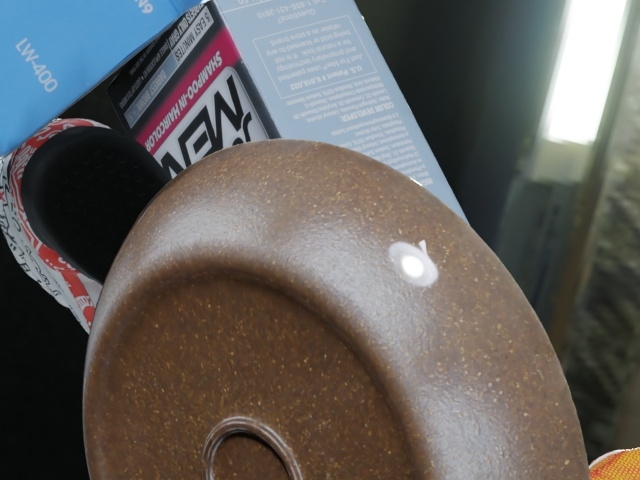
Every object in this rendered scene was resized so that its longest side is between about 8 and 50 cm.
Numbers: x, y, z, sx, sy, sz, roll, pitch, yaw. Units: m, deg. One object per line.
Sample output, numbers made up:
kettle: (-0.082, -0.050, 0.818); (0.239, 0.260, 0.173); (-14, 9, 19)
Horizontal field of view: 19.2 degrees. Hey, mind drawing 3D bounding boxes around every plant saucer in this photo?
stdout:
plant saucer: (-0.011, 0.069, 0.575); (0.036, 0.198, 0.198); (-17, -59, -48)

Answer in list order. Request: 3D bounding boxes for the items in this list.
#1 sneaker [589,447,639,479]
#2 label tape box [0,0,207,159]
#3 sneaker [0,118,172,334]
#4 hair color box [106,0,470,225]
sneaker: (0.101, 0.129, 0.761); (0.175, 0.064, 0.067); (-24, -6, -18)
label tape box: (-0.215, -0.142, 0.827); (0.240, 0.334, 0.106); (56, -138, -18)
sneaker: (-0.079, 0.046, 1.023); (0.090, 0.145, 0.270); (-38, -70, -12)
hair color box: (0.000, 0.000, 1.332); (0.113, 0.374, 0.185); (-19, -14, -33)
